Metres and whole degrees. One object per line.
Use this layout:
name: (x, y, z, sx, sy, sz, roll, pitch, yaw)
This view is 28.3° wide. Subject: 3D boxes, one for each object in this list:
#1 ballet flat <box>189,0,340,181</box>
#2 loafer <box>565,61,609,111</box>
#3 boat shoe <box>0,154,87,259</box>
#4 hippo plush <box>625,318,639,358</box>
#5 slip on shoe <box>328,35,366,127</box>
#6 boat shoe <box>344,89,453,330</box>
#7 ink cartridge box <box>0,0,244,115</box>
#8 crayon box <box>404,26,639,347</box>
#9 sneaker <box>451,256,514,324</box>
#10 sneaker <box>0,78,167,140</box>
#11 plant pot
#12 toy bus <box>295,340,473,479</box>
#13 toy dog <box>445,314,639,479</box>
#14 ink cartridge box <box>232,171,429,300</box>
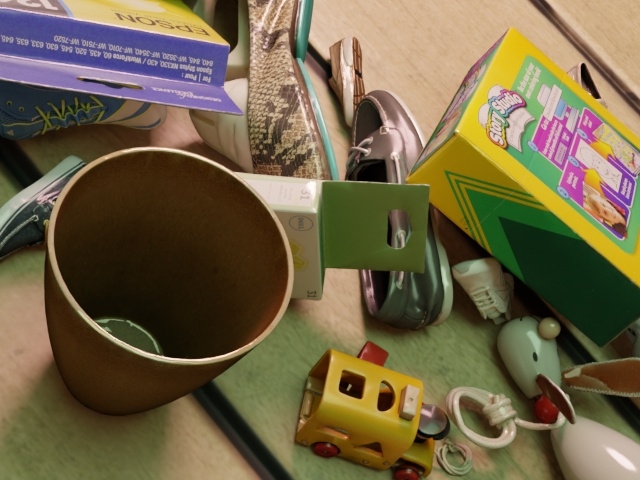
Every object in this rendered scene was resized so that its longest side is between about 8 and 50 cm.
ballet flat: (-0.081, -0.211, 1.601, 0.182, 0.164, 0.482, -4, 53, -2)
loafer: (0.398, -0.206, 1.867, 0.045, 0.039, 0.125, -8, 63, -29)
boat shoe: (-0.299, -0.020, 1.410, 0.083, 0.065, 0.183, 38, 50, 4)
hippo plush: (0.508, 0.096, 1.596, 0.237, 0.234, 0.294, 13, 55, -18)
slip on shoe: (0.033, -0.211, 1.706, 0.051, 0.041, 0.135, 35, 48, -60)
boat shoe: (0.080, -0.048, 1.574, 0.096, 0.112, 0.335, 2, 62, -29)
ink cartridge box: (-0.269, -0.244, 1.459, 0.304, 0.072, 0.307, 5, 21, -30)
crayon box: (0.296, -0.081, 1.616, 0.313, 0.106, 0.363, 40, 33, -4)
sneaker: (0.207, 0.061, 1.559, 0.152, 0.054, 0.061, 30, 49, -57)
sneaker: (-0.308, -0.153, 1.488, 0.240, 0.091, 0.126, 19, 62, 3)
plant pot: (-0.180, 0.072, 1.284, 0.237, 0.254, 0.237, 11, 56, -17)
toy bus: (0.075, 0.197, 1.415, 0.202, 0.104, 0.191, -24, 71, -34)
toy dog: (0.329, 0.221, 1.472, 0.333, 0.161, 0.220, 47, 43, 8)
ink cartridge box: (0.000, 0.000, 1.421, 0.235, 0.171, 0.056, 5, 54, 6)
